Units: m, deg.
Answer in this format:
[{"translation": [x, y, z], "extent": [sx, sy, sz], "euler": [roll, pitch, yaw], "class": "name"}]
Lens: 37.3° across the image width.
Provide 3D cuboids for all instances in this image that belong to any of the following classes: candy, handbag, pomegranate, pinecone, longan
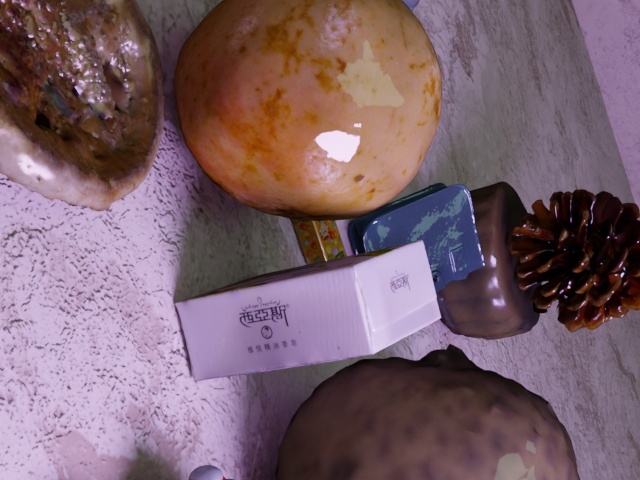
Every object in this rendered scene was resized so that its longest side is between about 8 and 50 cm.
[{"translation": [0.000, 0.000, 1.415], "extent": [0.062, 0.038, 0.122], "euler": [-41, 116, -55], "class": "candy"}, {"translation": [0.164, 0.015, 1.567], "extent": [0.229, 0.062, 0.179], "euler": [-22, 102, -28], "class": "handbag"}, {"translation": [-0.019, -0.193, 1.188], "extent": [0.342, 0.342, 0.343], "euler": [25, 60, -54], "class": "pomegranate"}, {"translation": [0.449, 0.029, 1.640], "extent": [0.264, 0.264, 0.264], "euler": [25, 60, -54], "class": "pinecone"}, {"translation": [0.129, 0.320, 1.211], "extent": [0.391, 0.391, 0.391], "euler": [25, 60, -54], "class": "longan"}]

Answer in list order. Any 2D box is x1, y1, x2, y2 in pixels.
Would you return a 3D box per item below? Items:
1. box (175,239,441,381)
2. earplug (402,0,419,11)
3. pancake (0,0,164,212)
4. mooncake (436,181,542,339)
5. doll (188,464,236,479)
[{"translation": [-0.013, 0.086, 1.155], "extent": [0.194, 0.260, 0.111], "euler": [-16, 91, -60], "class": "box"}, {"translation": [0.002, -0.430, 1.431], "extent": [0.324, 0.185, 0.185], "euler": [-1, 82, -54], "class": "earplug"}, {"translation": [-0.275, -0.192, 0.990], "extent": [0.356, 0.065, 0.356], "euler": [39, 44, -51], "class": "pancake"}, {"translation": [0.308, 0.044, 1.790], "extent": [0.290, 0.161, 0.291], "euler": [27, 58, -55], "class": "mooncake"}, {"translation": [-0.149, 0.339, 0.961], "extent": [0.336, 0.105, 0.200], "euler": [-15, 95, -45], "class": "doll"}]
